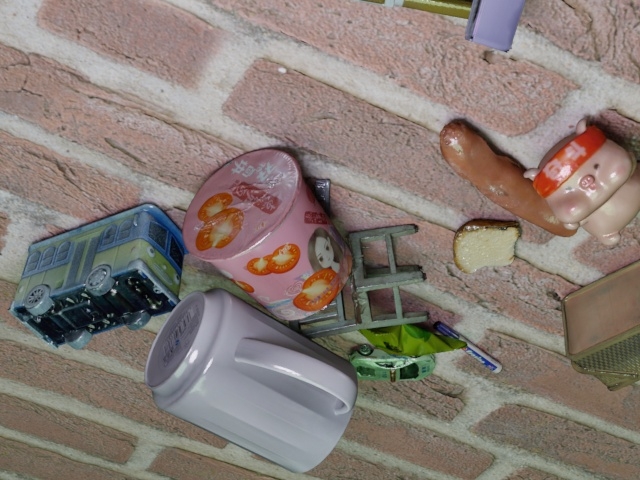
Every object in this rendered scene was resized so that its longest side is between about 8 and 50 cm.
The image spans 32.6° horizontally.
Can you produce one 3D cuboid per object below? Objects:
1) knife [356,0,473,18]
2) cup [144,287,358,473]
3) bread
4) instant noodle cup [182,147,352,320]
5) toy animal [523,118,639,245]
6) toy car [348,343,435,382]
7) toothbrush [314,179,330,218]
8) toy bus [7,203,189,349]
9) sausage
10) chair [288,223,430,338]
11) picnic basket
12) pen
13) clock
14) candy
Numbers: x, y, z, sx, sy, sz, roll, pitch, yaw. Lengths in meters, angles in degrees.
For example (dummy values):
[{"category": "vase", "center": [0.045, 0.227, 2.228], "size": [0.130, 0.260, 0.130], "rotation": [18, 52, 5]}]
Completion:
[{"category": "knife", "center": [0.097, -0.379, 1.635], "size": [0.343, 0.027, 0.061], "rotation": [10, 142, 0]}, {"category": "cup", "center": [-0.106, 0.241, 1.934], "size": [0.326, 0.237, 0.322], "rotation": [32, 153, -24]}, {"category": "bread", "center": [0.306, 0.005, 2.034], "size": [0.126, 0.044, 0.129], "rotation": [-5, 135, 0]}, {"category": "instant noodle cup", "center": [-0.082, 0.000, 1.920], "size": [0.243, 0.243, 0.231], "rotation": [-18, 135, 24]}, {"category": "toy animal", "center": [0.450, -0.100, 1.820], "size": [0.197, 0.171, 0.171], "rotation": [32, 132, -32]}, {"category": "toy car", "center": [0.152, 0.267, 2.329], "size": [0.186, 0.058, 0.093], "rotation": [1, 136, 5]}, {"category": "toothbrush", "center": [0.003, 0.001, 2.072], "size": [0.031, 0.023, 0.321], "rotation": [8, 138, 7]}, {"category": "toy bus", "center": [-0.414, 0.073, 2.069], "size": [0.312, 0.190, 0.152], "rotation": [-18, 133, 24]}, {"category": "sausage", "center": [0.320, -0.102, 1.885], "size": [0.326, 0.079, 0.087], "rotation": [30, 143, -24]}, {"category": "chair", "center": [0.062, 0.079, 2.048], "size": [0.270, 0.136, 0.147], "rotation": [-8, 139, 4]}, {"category": "picnic basket", "center": [0.599, 0.151, 2.072], "size": [0.139, 0.165, 0.266], "rotation": [36, 129, -29]}, {"category": "pen", "center": [0.309, 0.224, 2.288], "size": [0.204, 0.025, 0.025], "rotation": [35, 130, -29]}, {"category": "clock", "center": [0.265, -0.382, 1.526], "size": [0.073, 0.145, 0.193], "rotation": [16, 138, 6]}, {"category": "candy", "center": [0.159, 0.195, 2.172], "size": [0.246, 0.069, 0.149], "rotation": [20, 171, -36]}]
